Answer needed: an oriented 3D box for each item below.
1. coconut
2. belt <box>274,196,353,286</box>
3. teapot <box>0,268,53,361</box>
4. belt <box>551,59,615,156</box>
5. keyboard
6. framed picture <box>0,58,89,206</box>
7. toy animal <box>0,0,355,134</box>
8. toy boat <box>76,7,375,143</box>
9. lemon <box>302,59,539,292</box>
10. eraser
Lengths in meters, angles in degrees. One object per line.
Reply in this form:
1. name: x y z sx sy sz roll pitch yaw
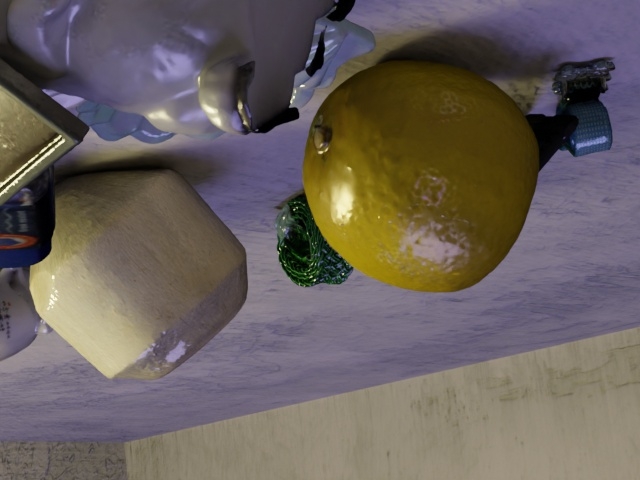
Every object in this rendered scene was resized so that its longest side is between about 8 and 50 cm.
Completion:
1. coconut: -0.228 0.029 1.947 0.237 0.266 0.237 -41 -171 8
2. belt: 0.000 0.000 2.166 0.079 0.121 0.151 -6 180 -25
3. teapot: -0.472 0.091 2.301 0.300 0.166 0.208 -24 178 24
4. belt: 0.290 -0.144 1.830 0.065 0.100 0.179 -8 -178 1
5. keyboard: 0.219 -0.099 1.798 0.106 0.016 0.262 -50 -173 0
6. framed picture: -0.345 -0.139 1.208 0.324 0.020 0.240 38 150 -15
7. toy animal: -0.178 -0.175 1.240 0.357 0.194 0.258 2 -179 23
8. toy boat: -0.093 -0.165 1.452 0.290 0.100 0.199 -15 165 36
9. lemon: 0.087 -0.073 1.666 0.219 0.240 0.240 21 156 -22
10. eraser: -0.314 -0.078 1.608 0.102 0.155 0.332 -2 168 -10
